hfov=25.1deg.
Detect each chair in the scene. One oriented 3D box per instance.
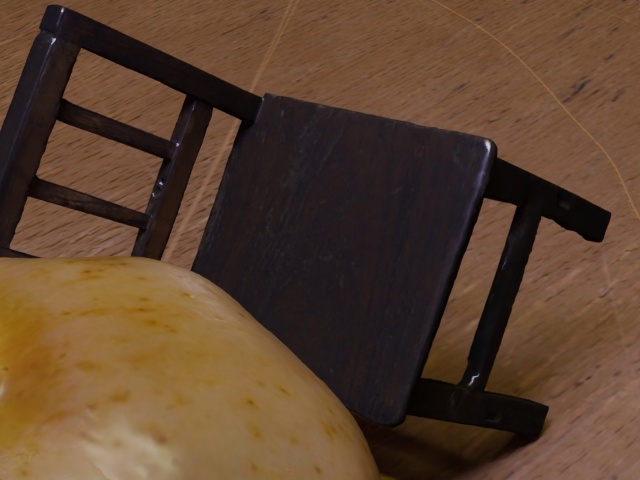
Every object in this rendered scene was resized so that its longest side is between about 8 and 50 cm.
[{"bbox_3d":[0.000,0.000,1.003,0.241,0.203,0.416,20,0,32],"label":"chair"}]

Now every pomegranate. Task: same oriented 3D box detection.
[{"bbox_3d":[-0.151,0.184,0.755,0.412,0.411,0.411,-4,33,3],"label":"pomegranate"}]

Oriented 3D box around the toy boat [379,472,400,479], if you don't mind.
[{"bbox_3d":[0.056,0.215,0.954,0.318,0.099,0.141,23,46,32],"label":"toy boat"}]
